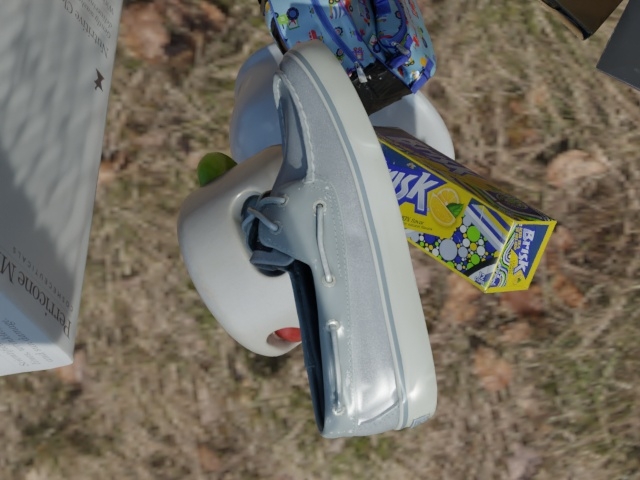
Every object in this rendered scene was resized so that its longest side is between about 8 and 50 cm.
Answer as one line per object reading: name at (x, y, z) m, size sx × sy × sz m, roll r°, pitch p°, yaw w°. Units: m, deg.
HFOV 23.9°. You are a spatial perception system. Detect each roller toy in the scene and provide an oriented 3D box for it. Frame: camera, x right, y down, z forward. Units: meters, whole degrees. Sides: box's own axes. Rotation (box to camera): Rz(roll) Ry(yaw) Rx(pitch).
roller toy at (-0.035, 0.008, 1.521) m, size 0.146 × 0.209 × 0.191 m, roll -29°, pitch 31°, yaw 18°

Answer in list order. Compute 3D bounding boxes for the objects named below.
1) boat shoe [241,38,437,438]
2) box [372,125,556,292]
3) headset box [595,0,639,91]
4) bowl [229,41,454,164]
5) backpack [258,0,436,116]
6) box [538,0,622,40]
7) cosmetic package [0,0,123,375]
boat shoe at (0.000, 0.001, 0.848) m, size 0.079 × 0.081 × 0.228 m, roll 145°, pitch 110°, yaw -76°
box at (0.087, -0.027, 1.109) m, size 0.169 × 0.054 × 0.059 m, roll 34°, pitch 112°, yaw 37°
headset box at (0.402, -0.169, 1.463) m, size 0.218 × 0.293 × 0.110 m, roll 28°, pitch 105°, yaw 15°
bowl at (0.004, -0.090, 1.826) m, size 0.297 × 0.298 × 0.134 m, roll -4°, pitch 44°, yaw 38°
backpack at (0.015, -0.211, 1.376) m, size 0.116 × 0.173 × 0.158 m, roll -24°, pitch 59°, yaw 17°
box at (0.272, -0.322, 1.587) m, size 0.164 × 0.201 × 0.021 m, roll 42°, pitch 150°, yaw 1°
cosmetic package at (-0.283, -0.103, 1.179) m, size 0.156 × 0.217 × 0.385 m, roll -12°, pitch 56°, yaw 18°
